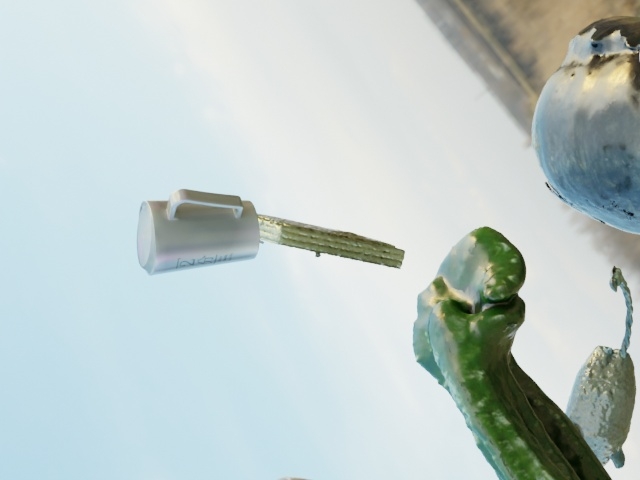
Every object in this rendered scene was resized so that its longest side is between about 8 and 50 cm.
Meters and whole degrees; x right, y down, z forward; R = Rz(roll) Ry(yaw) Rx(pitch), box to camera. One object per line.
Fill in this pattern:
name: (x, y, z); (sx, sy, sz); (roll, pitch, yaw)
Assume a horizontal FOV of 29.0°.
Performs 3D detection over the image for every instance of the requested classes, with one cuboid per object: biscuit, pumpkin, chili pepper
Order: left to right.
biscuit: (0.000, 0.000, 1.618); (0.199, 0.040, 0.121); (11, -176, -34)
chili pepper: (0.105, 0.116, 0.505); (0.257, 0.074, 0.100); (60, 171, 20)
pumpkin: (0.558, -0.172, 1.958); (0.454, 0.344, 0.454); (9, -173, -1)

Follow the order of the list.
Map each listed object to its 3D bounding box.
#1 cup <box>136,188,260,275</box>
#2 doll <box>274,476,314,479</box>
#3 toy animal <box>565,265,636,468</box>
cup: (-0.121, -0.015, 1.223); (0.104, 0.116, 0.074); (108, 151, -49)
doll: (0.015, 0.424, 1.507); (0.287, 0.151, 0.151); (54, -170, -6)
toy animal: (0.289, 0.130, 1.237); (0.079, 0.070, 0.253); (-91, 6, -60)
